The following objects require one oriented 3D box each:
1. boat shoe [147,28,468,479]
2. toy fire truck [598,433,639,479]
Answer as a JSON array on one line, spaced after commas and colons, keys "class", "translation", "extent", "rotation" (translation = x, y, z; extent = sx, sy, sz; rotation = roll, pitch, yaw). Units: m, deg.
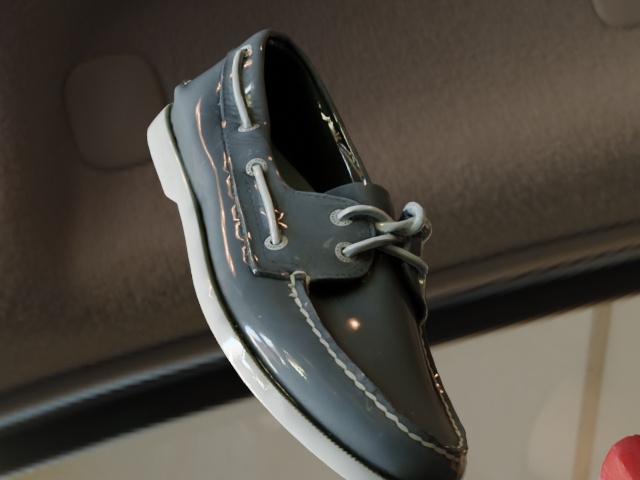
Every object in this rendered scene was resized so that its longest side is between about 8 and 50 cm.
[{"class": "boat shoe", "translation": [0.000, 0.000, 0.676], "extent": [0.116, 0.319, 0.099], "rotation": [28, -68, -41]}, {"class": "toy fire truck", "translation": [0.176, 0.082, 0.307], "extent": [0.192, 0.135, 0.047], "rotation": [-13, -55, -2]}]
